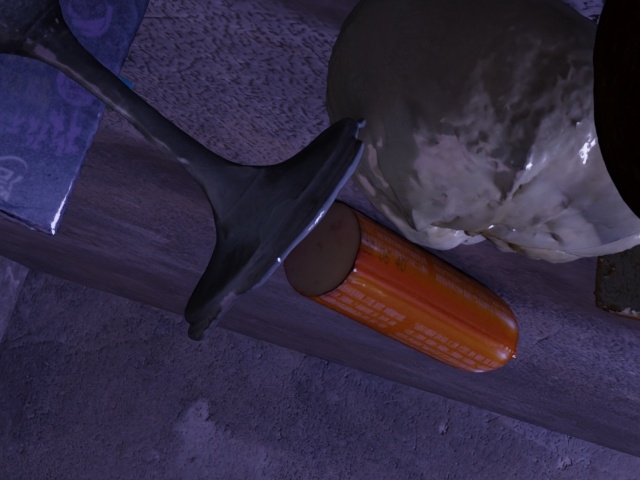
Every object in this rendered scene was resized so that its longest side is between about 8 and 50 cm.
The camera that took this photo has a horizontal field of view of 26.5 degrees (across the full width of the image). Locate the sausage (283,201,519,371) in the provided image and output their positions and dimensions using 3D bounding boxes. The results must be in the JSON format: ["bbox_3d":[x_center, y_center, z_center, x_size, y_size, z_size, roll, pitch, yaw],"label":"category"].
[{"bbox_3d":[0.098,0.060,1.310,0.093,0.093,0.312,11,167,44],"label":"sausage"}]

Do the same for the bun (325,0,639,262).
[{"bbox_3d":[0.084,-0.046,0.647,0.164,0.111,0.188,12,165,30],"label":"bun"}]

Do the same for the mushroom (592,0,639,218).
[{"bbox_3d":[0.211,-0.056,0.369,0.217,0.148,0.227,4,-173,-20],"label":"mushroom"}]

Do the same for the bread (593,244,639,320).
[{"bbox_3d":[0.223,0.017,0.861,0.070,0.077,0.083,12,178,-40],"label":"bread"}]

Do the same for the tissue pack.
[{"bbox_3d":[-0.177,-0.093,0.775,0.112,0.156,0.051,23,175,-22],"label":"tissue pack"}]

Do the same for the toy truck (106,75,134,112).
[{"bbox_3d":[-0.219,-0.121,0.940,0.175,0.081,0.067,25,172,-28],"label":"toy truck"}]

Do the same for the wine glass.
[{"bbox_3d":[-0.101,-0.075,0.556,0.232,0.156,0.156,40,167,-10],"label":"wine glass"}]
